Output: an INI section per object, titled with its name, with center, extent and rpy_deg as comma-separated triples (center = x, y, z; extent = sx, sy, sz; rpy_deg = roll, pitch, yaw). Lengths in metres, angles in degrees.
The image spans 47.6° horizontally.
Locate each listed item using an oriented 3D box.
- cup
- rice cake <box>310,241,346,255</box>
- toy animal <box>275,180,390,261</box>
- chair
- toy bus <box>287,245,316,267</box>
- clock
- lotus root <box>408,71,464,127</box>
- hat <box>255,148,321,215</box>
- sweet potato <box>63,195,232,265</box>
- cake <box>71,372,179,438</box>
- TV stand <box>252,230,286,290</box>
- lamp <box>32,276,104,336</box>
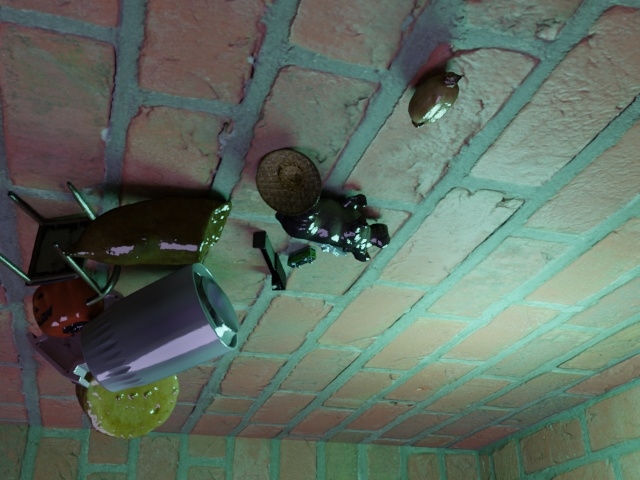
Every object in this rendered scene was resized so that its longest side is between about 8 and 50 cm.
[cup]
center = -0.417, 0.231, 1.908
extent = 0.371, 0.253, 0.253
rpy_deg = -24, 148, 5
[rice cake]
center = 0.000, 0.000, 1.799
extent = 0.030, 0.042, 0.180
rpy_deg = -20, 146, 36
[toy animal]
center = 0.052, -0.033, 1.679
extent = 0.168, 0.106, 0.343
rpy_deg = -24, 148, 34
[chair]
center = -0.596, 0.019, 1.671
extent = 0.166, 0.188, 0.272
rpy_deg = -7, 148, 12
[toy bus]
center = -0.050, 0.046, 1.888
extent = 0.083, 0.037, 0.031
rpy_deg = -22, 146, 35
[clock]
center = -0.702, 0.238, 2.093
extent = 0.290, 0.275, 0.080
rpy_deg = 31, 161, 18
[lotus root]
center = 0.204, -0.257, 1.304
extent = 0.073, 0.062, 0.150
rpy_deg = 3, 152, -23
[hat]
center = -0.059, -0.132, 1.539
extent = 0.146, 0.067, 0.146
rpy_deg = 6, 113, 14
[sweet potato]
center = -0.377, -0.020, 1.609
extent = 0.369, 0.158, 0.158
rpy_deg = -3, 154, -19
[cake]
center = -0.672, 0.468, 2.457
extent = 0.332, 0.332, 0.321
rpy_deg = 19, -177, -33
[TV stand]
center = -0.132, 0.058, 1.897
extent = 0.040, 0.049, 0.256
rpy_deg = -3, 152, 7
[lamp]
center = -0.687, 0.168, 1.972
extent = 0.187, 0.164, 0.187
rpy_deg = -23, 163, -7
